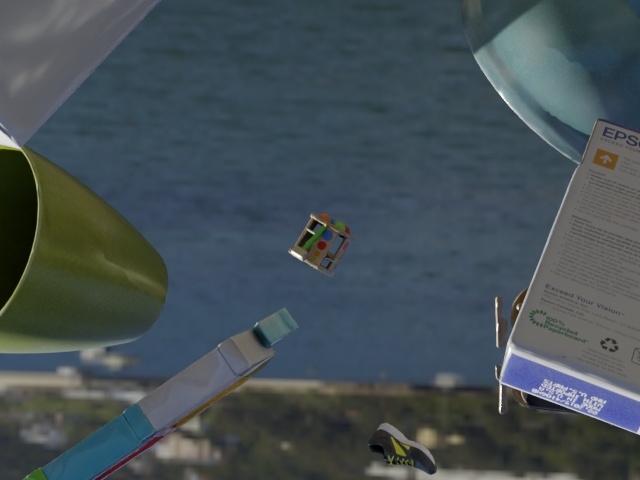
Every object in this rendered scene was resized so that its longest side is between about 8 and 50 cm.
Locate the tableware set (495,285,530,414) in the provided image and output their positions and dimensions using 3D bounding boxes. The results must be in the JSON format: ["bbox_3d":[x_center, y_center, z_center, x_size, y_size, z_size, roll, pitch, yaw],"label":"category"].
[{"bbox_3d":[0.302,0.148,2.479,0.128,0.194,0.039,-15,-151,-18],"label":"tableware set"}]

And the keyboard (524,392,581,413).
[{"bbox_3d":[0.403,0.137,2.149,0.317,0.033,0.202,5,131,-5],"label":"keyboard"}]

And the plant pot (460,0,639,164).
[{"bbox_3d":[0.338,-0.248,2.159,0.293,0.293,0.196,7,138,-47],"label":"plant pot"}]

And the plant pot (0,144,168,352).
[{"bbox_3d":[-0.346,0.034,2.346,0.274,0.275,0.293,-2,164,40],"label":"plant pot"}]

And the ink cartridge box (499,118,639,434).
[{"bbox_3d":[0.365,0.058,1.716,0.324,0.330,0.071,20,136,8],"label":"ink cartridge box"}]

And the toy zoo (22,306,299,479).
[{"bbox_3d":[-0.141,0.149,1.490,0.293,0.030,0.192,-34,175,-3],"label":"toy zoo"}]

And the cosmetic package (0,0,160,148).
[{"bbox_3d":[-0.210,-0.261,1.548,0.155,0.365,0.197,46,167,-24],"label":"cosmetic package"}]

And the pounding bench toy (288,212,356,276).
[{"bbox_3d":[0.000,0.000,2.280,0.052,0.065,0.083,31,-178,19],"label":"pounding bench toy"}]

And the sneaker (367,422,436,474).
[{"bbox_3d":[0.085,0.226,1.919,0.083,0.031,0.035,31,-123,32],"label":"sneaker"}]
